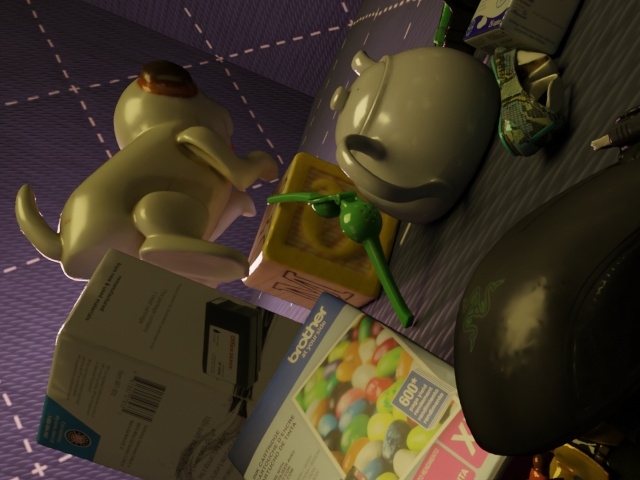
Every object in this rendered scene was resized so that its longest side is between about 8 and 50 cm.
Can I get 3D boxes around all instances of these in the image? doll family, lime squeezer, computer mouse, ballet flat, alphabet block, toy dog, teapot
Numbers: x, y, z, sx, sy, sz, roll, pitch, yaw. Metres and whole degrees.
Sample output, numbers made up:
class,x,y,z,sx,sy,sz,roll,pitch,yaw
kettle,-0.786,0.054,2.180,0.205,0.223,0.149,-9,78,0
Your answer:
class,x,y,z,sx,sy,sz,roll,pitch,yaw
doll family,0.139,0.146,0.391,0.111,0.076,0.192,21,85,61
lime squeezer,0.029,-0.022,0.916,0.059,0.310,0.109,-31,-40,-23
computer mouse,0.154,-0.009,0.373,0.272,0.072,0.188,-47,8,-15
ballet flat,0.215,-0.154,0.703,0.188,0.070,0.070,-82,16,-46
alphabet block,0.000,0.000,1.138,0.197,0.194,0.192,136,152,-68
toy dog,-0.276,-0.100,1.193,0.284,0.396,0.407,110,168,-59
teapot,0.102,-0.151,0.912,0.256,0.187,0.252,162,128,-77

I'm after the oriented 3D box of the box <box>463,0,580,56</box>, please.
class,x,y,z,sx,sy,sz,roll,pitch,yaw
box,0.235,-0.278,0.771,0.126,0.072,0.137,-125,60,-78

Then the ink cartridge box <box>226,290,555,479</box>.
class,x,y,z,sx,sy,sz,roll,pitch,yaw
ink cartridge box,0.028,0.162,0.579,0.185,0.065,0.311,-59,33,-3

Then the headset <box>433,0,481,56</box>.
class,x,y,z,sx,sy,sz,roll,pitch,yaw
headset,0.202,-0.420,0.937,0.394,0.185,0.243,105,179,-56

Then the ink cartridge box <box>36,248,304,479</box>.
class,x,y,z,sx,sy,sz,roll,pitch,yaw
ink cartridge box,-0.164,0.222,0.977,0.166,0.395,0.285,-76,12,-48
